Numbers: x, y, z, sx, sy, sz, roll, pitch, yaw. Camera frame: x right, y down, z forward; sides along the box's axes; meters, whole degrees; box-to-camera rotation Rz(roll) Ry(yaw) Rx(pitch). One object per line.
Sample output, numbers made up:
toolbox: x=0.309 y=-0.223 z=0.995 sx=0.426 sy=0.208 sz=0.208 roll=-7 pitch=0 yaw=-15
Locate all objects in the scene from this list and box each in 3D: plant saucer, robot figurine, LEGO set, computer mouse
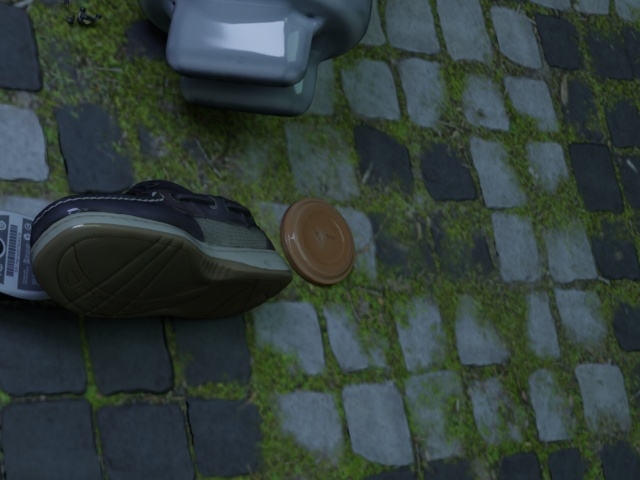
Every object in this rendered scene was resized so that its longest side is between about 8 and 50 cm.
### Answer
plant saucer: x=0.000 y=0.000 z=1.275 sx=0.083 sy=0.013 sz=0.083 roll=18 pitch=62 yaw=-36
robot figurine: x=-0.044 y=-0.288 z=1.203 sx=0.200 sy=0.300 sz=0.353 roll=8 pitch=77 yaw=2
LEGO set: x=-0.210 y=-0.221 z=1.180 sx=0.054 sy=0.023 sz=0.083 roll=9 pitch=80 yaw=-37
computer mouse: x=-0.275 y=0.007 z=1.010 sx=0.193 sy=0.042 sz=0.106 roll=17 pitch=57 yaw=-30

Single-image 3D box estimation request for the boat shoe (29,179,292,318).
boat shoe: x=-0.128 y=0.000 z=1.086 sx=0.285 sy=0.103 sz=0.092 roll=11 pitch=46 yaw=-57
